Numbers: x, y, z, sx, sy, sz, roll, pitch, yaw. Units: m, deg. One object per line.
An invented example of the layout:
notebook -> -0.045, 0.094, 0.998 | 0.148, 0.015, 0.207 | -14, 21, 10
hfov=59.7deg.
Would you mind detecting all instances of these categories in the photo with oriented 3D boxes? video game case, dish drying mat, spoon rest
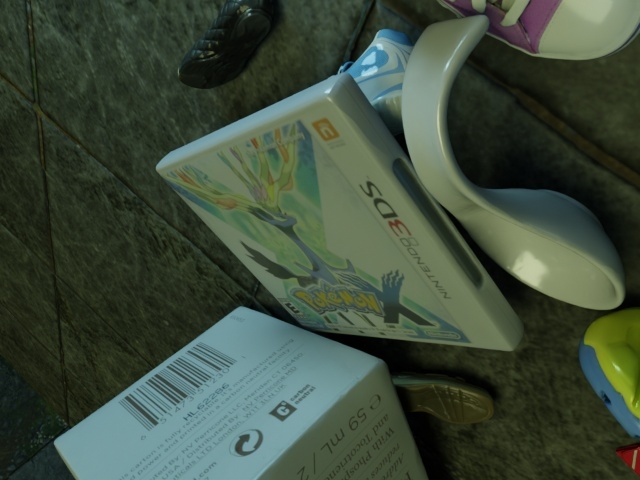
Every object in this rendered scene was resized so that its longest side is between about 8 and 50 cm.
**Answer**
video game case -> 0.000, 0.000, 0.586 | 0.328, 0.036, 0.300 | -6, 131, 52
dish drying mat -> 0.344, 0.243, 0.571 | 0.083, 0.008, 0.032 | 46, 139, 4
spoon rest -> 0.143, -0.031, 0.431 | 0.276, 0.084, 0.137 | 49, 165, -29

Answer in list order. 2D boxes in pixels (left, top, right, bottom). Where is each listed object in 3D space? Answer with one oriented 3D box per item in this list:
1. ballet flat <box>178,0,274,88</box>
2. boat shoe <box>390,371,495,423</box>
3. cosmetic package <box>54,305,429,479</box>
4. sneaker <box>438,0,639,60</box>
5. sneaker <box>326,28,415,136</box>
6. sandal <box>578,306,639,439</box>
ballet flat -> -0.102, -0.212, 0.598 | 0.173, 0.057, 0.049 | -23, 63, 47
boat shoe -> 0.142, 0.187, 0.688 | 0.152, 0.048, 0.056 | -9, 108, 38
cosmetic package -> -0.072, 0.360, 0.752 | 0.327, 0.329, 0.394 | 9, 128, 49
sneaker -> 0.070, -0.191, 0.364 | 0.282, 0.161, 0.102 | 36, 137, 13
sneaker -> 0.021, -0.114, 0.543 | 0.237, 0.085, 0.086 | -27, 60, 57
sandal -> 0.338, 0.187, 0.453 | 0.317, 0.126, 0.138 | 45, 157, 13
